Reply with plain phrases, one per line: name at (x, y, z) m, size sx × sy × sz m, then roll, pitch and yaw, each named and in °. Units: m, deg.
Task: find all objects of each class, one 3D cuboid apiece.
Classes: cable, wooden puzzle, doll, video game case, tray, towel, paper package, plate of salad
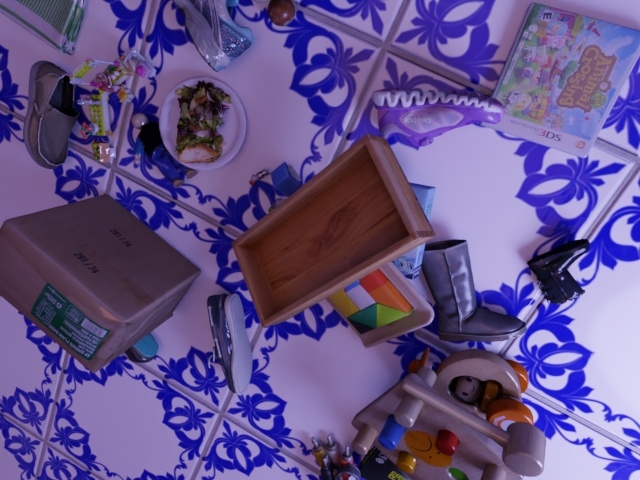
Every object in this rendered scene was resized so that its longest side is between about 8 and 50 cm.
cable at (0.055, 0.629, 1.112) m, size 0.140 × 0.072 × 0.286 m, roll 2°, pitch 115°, yaw 31°
wooden puzzle at (0.087, 0.110, 0.916) m, size 0.238 × 0.044 × 0.221 m, roll 52°, pitch 136°, yaw -1°
doll at (-0.370, -0.211, 0.997) m, size 0.129 × 0.046 × 0.189 m, roll -36°, pitch 90°, yaw 1°
video game case at (0.415, -0.275, 0.760) m, size 0.194 × 0.023 × 0.212 m, roll 22°, pitch 110°, yaw 10°
tray at (0.000, 0.000, 0.856) m, size 0.411 × 0.076 × 0.202 m, roll -34°, pitch 72°, yaw 34°
towel at (-0.604, -0.619, 0.960) m, size 0.248 × 0.038 × 0.324 m, roll 34°, pitch 112°, yaw 6°
paper package at (-0.495, 0.075, 0.979) m, size 0.325 × 0.309 × 0.168 m, roll 39°, pitch 113°, yaw 2°
plate of salad at (-0.261, -0.253, 0.943) m, size 0.200 × 0.048 × 0.199 m, roll 1°, pitch 99°, yaw 9°

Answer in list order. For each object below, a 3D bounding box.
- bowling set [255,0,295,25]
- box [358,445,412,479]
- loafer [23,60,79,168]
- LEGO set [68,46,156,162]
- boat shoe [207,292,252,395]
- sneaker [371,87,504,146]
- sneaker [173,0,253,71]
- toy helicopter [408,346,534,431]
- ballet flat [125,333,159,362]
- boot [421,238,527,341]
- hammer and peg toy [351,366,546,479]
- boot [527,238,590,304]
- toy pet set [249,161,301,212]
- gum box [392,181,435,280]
bowling set at (-0.055, -0.508, 0.780) m, size 0.154 × 0.200 × 0.286 m, roll -13°, pitch 59°, yaw 15°
box at (0.203, 0.545, 1.021) m, size 0.191 × 0.045 × 0.184 m, roll 27°, pitch 127°, yaw 7°
loafer at (-0.632, -0.289, 1.031) m, size 0.088 × 0.094 × 0.250 m, roll 15°, pitch 109°, yaw 17°
LEGO set at (-0.498, -0.309, 0.978) m, size 0.132 × 0.107 × 0.287 m, roll 40°, pitch 112°, yaw 3°
boat shoe at (-0.228, 0.254, 1.065) m, size 0.079 × 0.095 × 0.254 m, roll -4°, pitch 103°, yaw 16°
sneaker at (0.209, -0.223, 0.804) m, size 0.237 × 0.095 × 0.104 m, roll 10°, pitch 113°, yaw 21°
sneaker at (-0.230, -0.488, 0.866) m, size 0.122 × 0.110 × 0.282 m, roll -28°, pitch 99°, yaw 4°
toy helicopter at (0.253, 0.346, 0.934) m, size 0.235 × 0.140 × 0.355 m, roll 36°, pitch 125°, yaw -3°
ballet flat at (-0.542, 0.213, 1.153) m, size 0.096 × 0.095 × 0.280 m, roll -28°, pitch 96°, yaw 33°
boot at (0.304, 0.098, 0.881) m, size 0.190 × 0.076 × 0.208 m, roll -8°, pitch 96°, yaw 18°
hammer and peg toy at (0.225, 0.356, 0.810) m, size 0.266 × 0.127 × 0.361 m, roll 39°, pitch 135°, yaw 9°
boot at (0.468, 0.063, 0.829) m, size 0.121 × 0.045 × 0.099 m, roll -31°, pitch 93°, yaw 29°
toy pet set at (-0.094, -0.105, 0.939) m, size 0.114 × 0.065 × 0.122 m, roll -34°, pitch 94°, yaw 22°
gum box at (0.136, -0.030, 0.881) m, size 0.157 × 0.041 × 0.184 m, roll 17°, pitch 111°, yaw 30°
